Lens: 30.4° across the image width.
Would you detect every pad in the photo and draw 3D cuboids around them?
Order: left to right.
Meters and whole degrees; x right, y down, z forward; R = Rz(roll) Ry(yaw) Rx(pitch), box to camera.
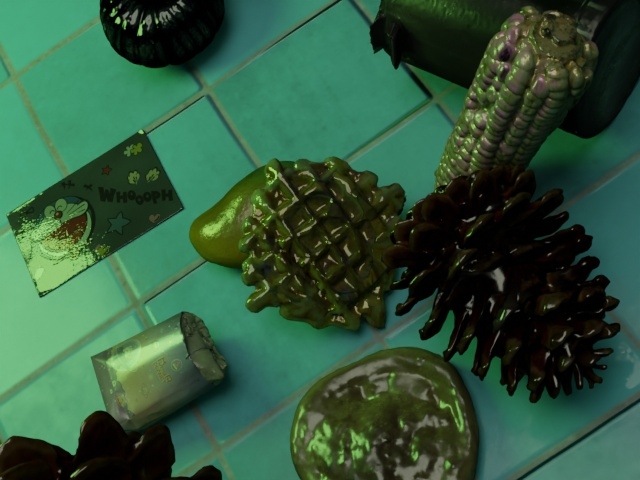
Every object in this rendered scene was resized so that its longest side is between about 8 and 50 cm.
[{"bbox_3d":[-0.334,-0.044,1.721,0.245,0.006,0.170,-32,58,3],"label":"pad"}]

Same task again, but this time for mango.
[{"bbox_3d":[-0.079,-0.027,1.582,0.191,0.085,0.122,-40,70,6],"label":"mango"}]

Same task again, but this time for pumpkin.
[{"bbox_3d":[-0.239,-0.349,1.768,0.194,0.150,0.194,-17,38,14],"label":"pumpkin"}]

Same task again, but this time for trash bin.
[{"bbox_3d":[0.250,-0.278,1.522,0.301,0.203,0.252,27,57,30],"label":"trash bin"}]

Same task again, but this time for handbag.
[{"bbox_3d":[-0.200,0.167,1.521,0.173,0.095,0.117,-29,64,13],"label":"handbag"}]

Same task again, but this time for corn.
[{"bbox_3d":[0.215,-0.138,1.394,0.126,0.335,0.127,7,58,-11],"label":"corn"}]

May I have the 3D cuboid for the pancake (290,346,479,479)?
[{"bbox_3d":[0.078,0.228,1.410,0.241,0.050,0.242,-8,62,15],"label":"pancake"}]

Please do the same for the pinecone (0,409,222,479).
[{"bbox_3d":[-0.224,0.391,1.238,0.397,0.398,0.398,-8,62,15],"label":"pinecone"}]

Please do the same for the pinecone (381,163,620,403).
[{"bbox_3d":[0.218,0.052,1.347,0.246,0.246,0.292,-41,69,-4],"label":"pinecone"}]

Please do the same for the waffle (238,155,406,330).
[{"bbox_3d":[0.000,-0.001,1.497,0.204,0.054,0.224,10,79,0],"label":"waffle"}]
